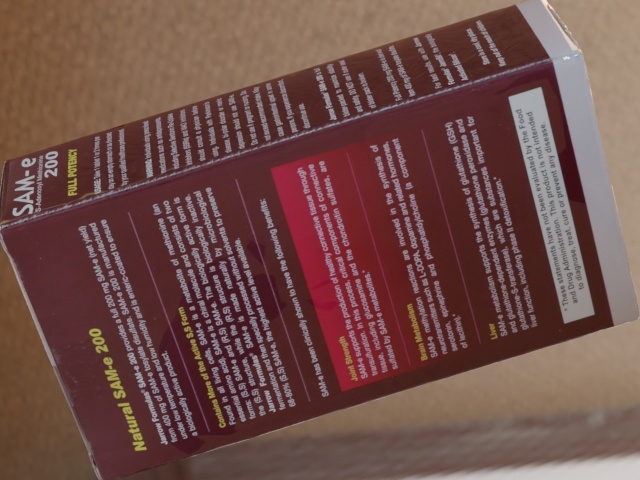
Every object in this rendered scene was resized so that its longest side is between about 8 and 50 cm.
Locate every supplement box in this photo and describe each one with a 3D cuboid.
[{"bbox_3d":[0.000,0.000,0.754,0.239,0.073,0.130,-17,117,0],"label":"supplement box"}]
